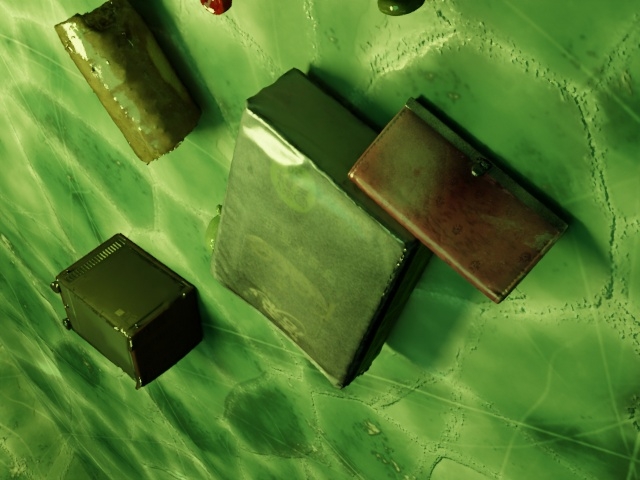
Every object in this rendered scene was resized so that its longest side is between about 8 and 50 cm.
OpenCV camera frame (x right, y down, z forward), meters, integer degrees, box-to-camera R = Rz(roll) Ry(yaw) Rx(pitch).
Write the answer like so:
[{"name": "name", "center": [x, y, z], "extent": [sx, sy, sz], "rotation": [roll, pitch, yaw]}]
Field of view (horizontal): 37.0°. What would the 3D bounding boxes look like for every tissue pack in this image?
[{"name": "tissue pack", "center": [0.000, 0.000, 1.299], "extent": [0.288, 0.124, 0.394], "rotation": [42, 148, 15]}]

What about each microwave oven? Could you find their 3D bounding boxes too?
[{"name": "microwave oven", "center": [-0.377, 0.143, 1.889], "extent": [0.247, 0.178, 0.188], "rotation": [33, 142, 28]}]

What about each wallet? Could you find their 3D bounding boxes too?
[{"name": "wallet", "center": [0.151, -0.046, 1.075], "extent": [0.232, 0.119, 0.025], "rotation": [42, -175, 15]}]

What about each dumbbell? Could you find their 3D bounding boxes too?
[{"name": "dumbbell", "center": [0.073, -0.290, 0.976], "extent": [0.052, 0.046, 0.118], "rotation": [24, 140, 46]}]

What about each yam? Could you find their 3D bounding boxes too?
[{"name": "yam", "center": [-0.281, -0.241, 1.411], "extent": [0.129, 0.128, 0.238], "rotation": [-24, 111, 23]}]

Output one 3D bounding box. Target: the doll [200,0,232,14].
[{"name": "doll", "center": [-0.154, -0.414, 1.030], "extent": [0.183, 0.160, 0.363], "rotation": [19, 137, 40]}]

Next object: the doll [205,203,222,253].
[{"name": "doll", "center": [-0.148, 0.011, 1.570], "extent": [0.150, 0.078, 0.115], "rotation": [95, 166, -63]}]
